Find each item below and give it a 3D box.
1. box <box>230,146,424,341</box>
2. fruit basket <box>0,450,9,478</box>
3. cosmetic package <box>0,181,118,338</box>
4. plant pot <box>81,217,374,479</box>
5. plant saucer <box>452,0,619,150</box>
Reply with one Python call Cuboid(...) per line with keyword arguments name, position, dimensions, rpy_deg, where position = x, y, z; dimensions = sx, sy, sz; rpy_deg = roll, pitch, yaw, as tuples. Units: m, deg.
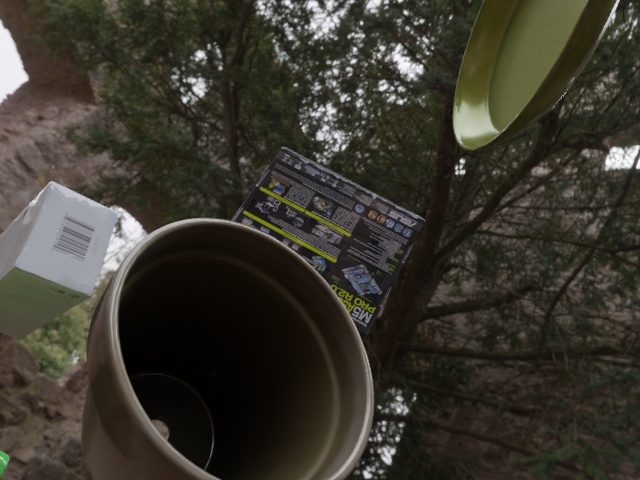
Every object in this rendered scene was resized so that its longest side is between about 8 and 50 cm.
Cuboid(name="box", position=(0.000, 0.000, 0.766), dimensions=(0.269, 0.216, 0.060), rpy_deg=(28, -21, 6))
Cuboid(name="fruit basket", position=(-0.618, 0.343, 0.548), dimensions=(0.391, 0.283, 0.393), rpy_deg=(-5, -58, -9))
Cuboid(name="cosmetic package", position=(-0.632, 0.059, 1.062), dimensions=(0.384, 0.217, 0.156), rpy_deg=(-25, -42, 34))
Cuboid(name="plant pot", position=(-0.143, 0.185, 0.577), dimensions=(0.323, 0.323, 0.280), rpy_deg=(40, -58, -7))
Cuboid(name="plant saucer", position=(0.184, -0.190, 0.412), dimensions=(0.037, 0.241, 0.241), rpy_deg=(16, -37, -5))
